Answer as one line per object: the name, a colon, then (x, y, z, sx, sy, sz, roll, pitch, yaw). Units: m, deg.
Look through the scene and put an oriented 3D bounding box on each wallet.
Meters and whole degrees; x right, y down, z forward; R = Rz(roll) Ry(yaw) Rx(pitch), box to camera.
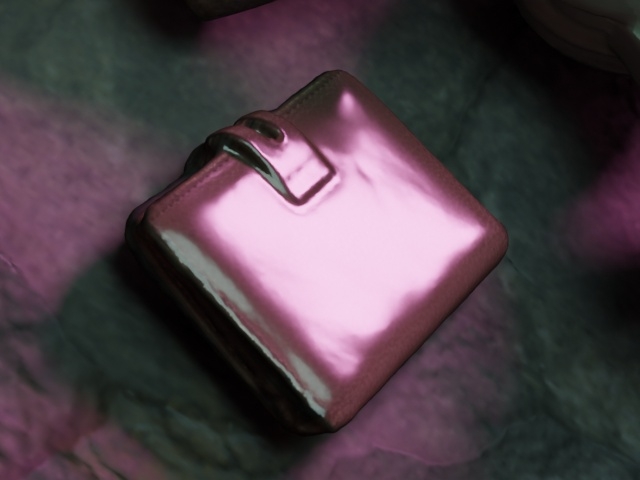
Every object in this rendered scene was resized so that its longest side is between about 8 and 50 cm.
wallet: (0.000, 0.000, 0.719, 0.118, 0.039, 0.152, 50, 45, 2)

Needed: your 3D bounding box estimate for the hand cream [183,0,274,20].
hand cream: (0.034, -0.152, 0.745, 0.203, 0.084, 0.084, -14, 65, 0)

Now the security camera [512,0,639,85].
security camera: (0.197, -0.111, 0.813, 0.191, 0.197, 0.277, -34, 64, -6)
